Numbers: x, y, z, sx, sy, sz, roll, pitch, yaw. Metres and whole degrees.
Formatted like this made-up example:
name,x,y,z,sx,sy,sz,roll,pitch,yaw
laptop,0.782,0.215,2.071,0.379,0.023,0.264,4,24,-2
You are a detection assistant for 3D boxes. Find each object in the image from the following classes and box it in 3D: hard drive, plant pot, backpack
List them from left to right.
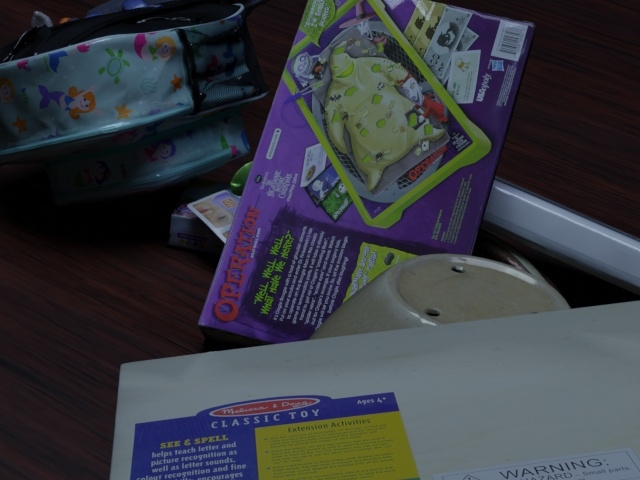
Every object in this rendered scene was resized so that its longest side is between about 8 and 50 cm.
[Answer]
name,x,y,z,sx,sy,sz,roll,pitch,yaw
backpack,-0.202,-0.135,1.594,0.225,0.191,0.253,-7,5,37
plant pot,0.093,0.121,1.177,0.284,0.191,0.284,7,24,-3
hard drive,0.217,-0.012,1.547,0.353,0.047,0.233,25,6,13

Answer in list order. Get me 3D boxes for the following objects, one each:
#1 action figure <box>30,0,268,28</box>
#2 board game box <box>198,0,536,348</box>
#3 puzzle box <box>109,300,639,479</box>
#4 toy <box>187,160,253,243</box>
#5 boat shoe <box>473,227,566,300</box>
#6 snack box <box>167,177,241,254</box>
name,x,y,z,sx,sy,sz,roll,pitch,yaw
action figure,-0.161,-0.236,1.896,0.341,0.178,0.330,-23,37,-9
board game box,0.045,-0.053,1.432,0.208,0.347,0.056,16,-18,6
puzzle box,0.084,0.115,0.936,0.409,0.052,0.272,-7,18,-2
toy,0.000,0.000,1.502,0.137,0.056,0.237,-21,47,-32
boat shoe,0.141,0.021,1.534,0.095,0.095,0.257,-6,28,-43
snack box,-0.069,-0.017,1.602,0.141,0.037,0.100,11,23,2
